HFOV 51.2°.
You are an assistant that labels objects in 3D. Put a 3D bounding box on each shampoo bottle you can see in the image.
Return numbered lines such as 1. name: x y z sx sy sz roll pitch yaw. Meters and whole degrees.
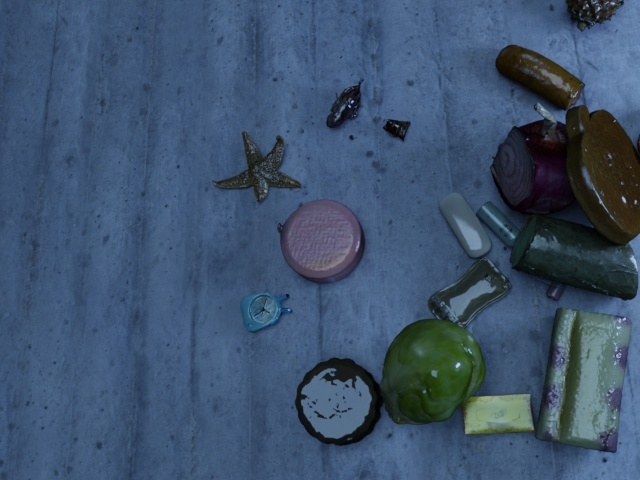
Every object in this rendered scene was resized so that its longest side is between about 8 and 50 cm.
1. shampoo bottle: 0.514 -0.024 1.834 0.056 0.056 0.195 -42 68 1

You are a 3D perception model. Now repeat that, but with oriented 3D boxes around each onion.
1. onion: 0.596 -0.195 1.767 0.230 0.272 0.256 -2 82 -19

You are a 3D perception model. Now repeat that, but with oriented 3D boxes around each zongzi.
1. zongzi: 0.218 -0.342 2.017 0.083 0.073 0.067 24 79 -20

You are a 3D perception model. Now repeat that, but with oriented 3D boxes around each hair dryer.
1. hair dryer: 0.596 0.110 1.787 0.114 0.037 0.063 26 84 28

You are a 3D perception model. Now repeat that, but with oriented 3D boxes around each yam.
1. yam: 0.653 0.040 1.701 0.304 0.168 0.168 15 79 8

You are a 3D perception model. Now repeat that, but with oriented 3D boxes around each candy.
1. candy: 0.000 0.000 1.948 0.255 0.094 0.255 -4 73 14

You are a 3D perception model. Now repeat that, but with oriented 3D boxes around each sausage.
1. sausage: 0.622 -0.475 1.912 0.270 0.109 0.109 39 87 24

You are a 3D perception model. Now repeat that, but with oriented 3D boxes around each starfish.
1. starfish: -0.200 -0.232 2.098 0.295 0.048 0.231 -1 84 17

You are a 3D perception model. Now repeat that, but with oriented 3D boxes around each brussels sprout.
1. brussels sprout: 0.281 0.334 1.690 0.243 0.316 0.273 28 61 2

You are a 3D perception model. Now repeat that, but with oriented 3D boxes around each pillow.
1. pillow: 0.407 0.151 1.824 0.217 0.033 0.130 -38 67 3

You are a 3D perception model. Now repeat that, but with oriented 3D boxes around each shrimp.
1. shrimp: 0.082 -0.427 2.066 0.073 0.075 0.190 32 91 53

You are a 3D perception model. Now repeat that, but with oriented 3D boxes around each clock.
1. clock: -0.158 0.204 1.960 0.147 0.045 0.108 -17 71 9

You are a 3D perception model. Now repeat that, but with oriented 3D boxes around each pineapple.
1. pineapple: 0.782 -0.691 1.907 0.166 0.166 0.193 23 98 20

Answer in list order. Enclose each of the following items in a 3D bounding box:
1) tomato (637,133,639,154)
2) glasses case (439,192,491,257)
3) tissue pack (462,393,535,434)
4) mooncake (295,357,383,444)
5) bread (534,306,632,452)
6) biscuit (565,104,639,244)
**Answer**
1. tomato: 0.958 -0.259 1.759 0.228 0.101 0.228 -8 69 21
2. glasses case: 0.405 -0.044 1.871 0.081 0.051 0.204 -28 69 7
3. tissue pack: 0.455 0.446 1.711 0.176 0.062 0.095 -6 73 15
4. mooncake: 0.054 0.436 1.795 0.228 0.124 0.228 -5 68 13
5. bread: 0.647 0.338 1.640 0.187 0.155 0.338 7 77 24
6. biscuit: 0.707 -0.178 1.672 0.070 0.394 0.350 -28 97 44
